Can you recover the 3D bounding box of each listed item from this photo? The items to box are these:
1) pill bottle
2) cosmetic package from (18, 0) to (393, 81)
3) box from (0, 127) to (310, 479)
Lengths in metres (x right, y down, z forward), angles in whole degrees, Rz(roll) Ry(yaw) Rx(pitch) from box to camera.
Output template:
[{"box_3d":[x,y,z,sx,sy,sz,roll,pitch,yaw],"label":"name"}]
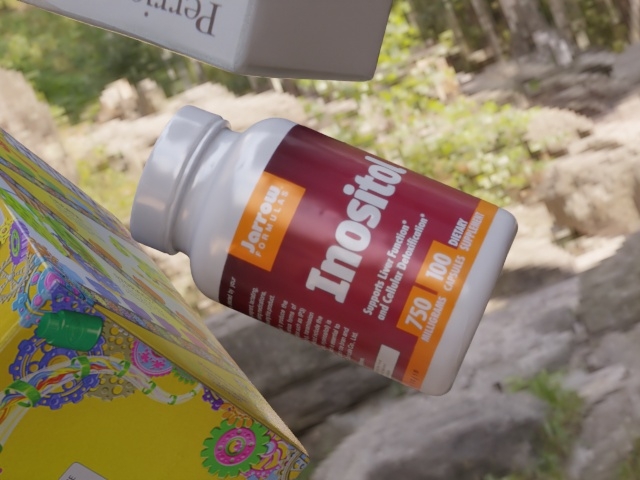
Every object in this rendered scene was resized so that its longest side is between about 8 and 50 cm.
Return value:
[{"box_3d":[0.000,0.000,0.590,0.152,0.086,0.086,22,8,7],"label":"pill bottle"},{"box_3d":[-0.042,-0.344,0.832,0.230,0.453,0.161,21,14,28],"label":"cosmetic package"},{"box_3d":[-0.210,0.106,0.704,0.290,0.177,0.279,-48,38,1],"label":"box"}]
